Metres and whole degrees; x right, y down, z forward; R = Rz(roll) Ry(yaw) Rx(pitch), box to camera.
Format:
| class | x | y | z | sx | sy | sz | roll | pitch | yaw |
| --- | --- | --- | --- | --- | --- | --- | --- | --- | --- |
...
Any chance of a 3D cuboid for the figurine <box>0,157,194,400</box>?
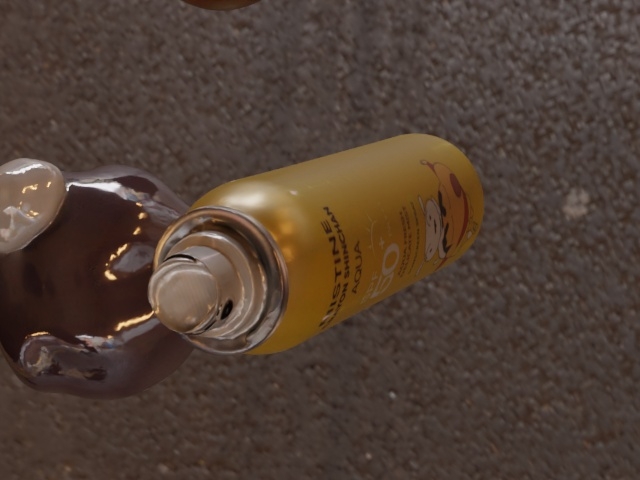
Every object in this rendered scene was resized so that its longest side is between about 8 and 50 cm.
| class | x | y | z | sx | sy | sz | roll | pitch | yaw |
| --- | --- | --- | --- | --- | --- | --- | --- | --- | --- |
| figurine | -0.177 | 0.022 | 1.336 | 0.218 | 0.365 | 0.206 | 8 | 99 | 6 |

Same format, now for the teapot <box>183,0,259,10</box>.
| class | x | y | z | sx | sy | sz | roll | pitch | yaw |
| --- | --- | --- | --- | --- | --- | --- | --- | --- | --- |
| teapot | -0.119 | -0.316 | 1.345 | 0.252 | 0.135 | 0.178 | 27 | 101 | 13 |

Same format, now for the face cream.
| class | x | y | z | sx | sy | sz | roll | pitch | yaw |
| --- | --- | --- | --- | --- | --- | --- | --- | --- | --- |
| face cream | 0.000 | 0.000 | 0.905 | 0.105 | 0.348 | 0.105 | 5 | 101 | 25 |
